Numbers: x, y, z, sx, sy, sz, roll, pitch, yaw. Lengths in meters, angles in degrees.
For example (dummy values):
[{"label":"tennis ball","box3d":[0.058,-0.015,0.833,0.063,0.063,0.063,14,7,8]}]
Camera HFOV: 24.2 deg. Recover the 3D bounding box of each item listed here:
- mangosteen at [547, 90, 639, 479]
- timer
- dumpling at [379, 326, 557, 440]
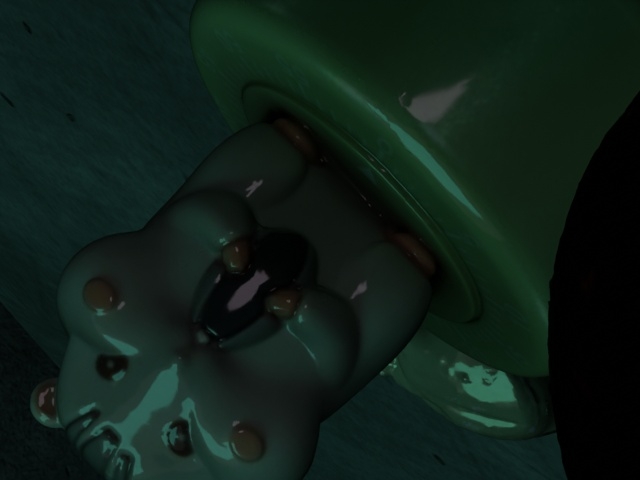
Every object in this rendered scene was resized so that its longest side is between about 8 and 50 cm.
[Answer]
[{"label":"mangosteen","box3d":[0.212,0.041,0.432,0.297,0.297,0.293,40,150,2]},{"label":"timer","box3d":[0.000,0.000,0.732,0.291,0.315,0.291,43,167,13]},{"label":"dumpling","box3d":[0.117,0.069,1.025,0.199,0.118,0.136,9,137,7]}]
